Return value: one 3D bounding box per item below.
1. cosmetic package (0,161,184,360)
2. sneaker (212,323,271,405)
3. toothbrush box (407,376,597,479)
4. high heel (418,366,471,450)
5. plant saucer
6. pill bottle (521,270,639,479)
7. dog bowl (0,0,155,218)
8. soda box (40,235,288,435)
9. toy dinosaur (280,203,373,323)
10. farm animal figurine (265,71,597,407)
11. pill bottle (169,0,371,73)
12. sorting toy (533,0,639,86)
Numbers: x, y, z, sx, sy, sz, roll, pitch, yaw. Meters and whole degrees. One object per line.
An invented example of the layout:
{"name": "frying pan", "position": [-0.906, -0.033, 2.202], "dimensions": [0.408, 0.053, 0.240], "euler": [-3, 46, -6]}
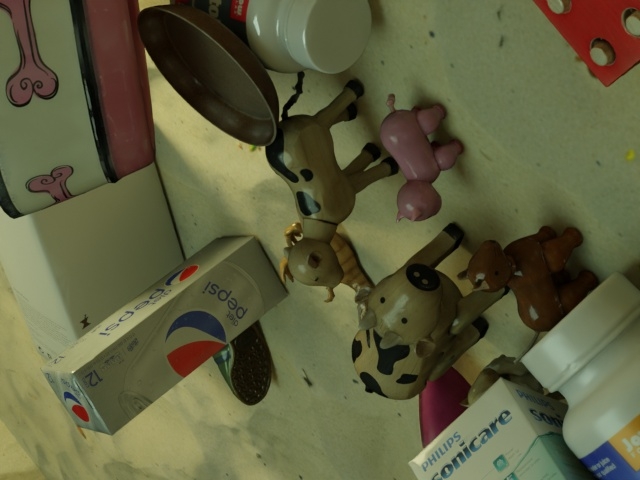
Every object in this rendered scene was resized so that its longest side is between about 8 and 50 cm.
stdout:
{"name": "cosmetic package", "position": [-0.306, -0.003, 1.884], "dimensions": [0.155, 0.197, 0.366], "euler": [30, 147, 37]}
{"name": "sneaker", "position": [-0.122, 0.123, 1.901], "dimensions": [0.086, 0.064, 0.192], "euler": [33, 148, 47]}
{"name": "toothbrush box", "position": [0.239, 0.282, 1.248], "dimensions": [0.216, 0.126, 0.295], "euler": [24, -152, -47]}
{"name": "high heel", "position": [0.241, 0.277, 1.516], "dimensions": [0.181, 0.127, 0.377], "euler": [-20, 103, 32]}
{"name": "plant saucer", "position": [-0.097, -0.156, 1.332], "dimensions": [0.168, 0.029, 0.168], "euler": [36, 159, 16]}
{"name": "pill bottle", "position": [0.296, 0.160, 1.189], "dimensions": [0.272, 0.152, 0.152], "euler": [47, 152, 8]}
{"name": "dog bowl", "position": [-0.254, -0.231, 1.402], "dimensions": [0.408, 0.150, 0.408], "euler": [173, 90, -86]}
{"name": "soda box", "position": [-0.181, 0.107, 1.718], "dimensions": [0.098, 0.286, 0.091], "euler": [-2, 121, 56]}
{"name": "toy dinosaur", "position": [0.000, 0.000, 1.578], "dimensions": [0.112, 0.064, 0.211], "euler": [-9, 126, 40]}
{"name": "farm animal figurine", "position": [0.076, 0.042, 1.367], "dimensions": [0.330, 0.172, 0.327], "euler": [35, 148, 31]}
{"name": "pill bottle", "position": [-0.044, -0.211, 1.323], "dimensions": [0.180, 0.108, 0.108], "euler": [23, 141, 43]}
{"name": "sorting toy", "position": [0.270, -0.151, 0.928], "dimensions": [0.257, 0.089, 0.255], "euler": [51, 153, 2]}
